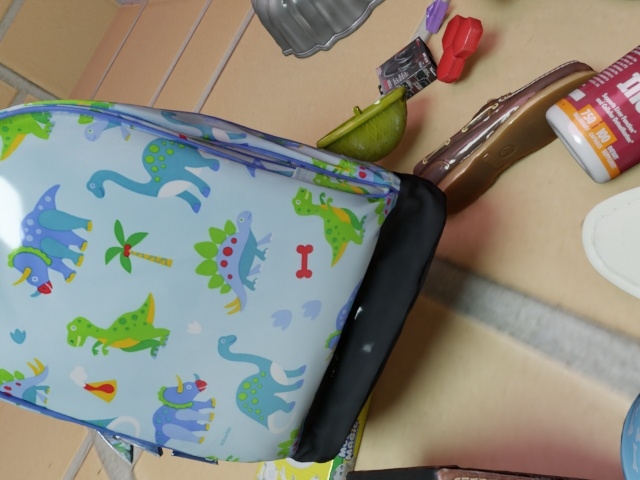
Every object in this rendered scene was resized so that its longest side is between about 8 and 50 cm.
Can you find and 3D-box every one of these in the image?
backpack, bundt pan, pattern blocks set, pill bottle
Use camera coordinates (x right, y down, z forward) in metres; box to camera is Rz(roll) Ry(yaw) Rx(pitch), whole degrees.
[{"bbox_3d":[-0.110,0.023,0.402,0.273,0.356,0.290,-58,-8,-80],"label":"backpack"},{"bbox_3d":[-0.003,-0.505,0.889,0.331,0.124,0.330,-22,53,33],"label":"bundt pan"},{"bbox_3d":[0.206,-0.380,0.569,0.324,0.026,0.285,116,160,-49],"label":"pattern blocks set"},{"bbox_3d":[0.284,-0.124,0.424,0.152,0.086,0.086,-37,47,24],"label":"pill bottle"}]

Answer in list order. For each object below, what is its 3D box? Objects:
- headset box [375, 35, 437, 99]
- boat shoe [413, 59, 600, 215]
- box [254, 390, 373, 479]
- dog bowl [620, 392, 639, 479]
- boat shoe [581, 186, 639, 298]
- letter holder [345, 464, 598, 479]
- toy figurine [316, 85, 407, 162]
[{"bbox_3d":[0.117,-0.230,0.686,0.083,0.032,0.062,-30,50,27],"label":"headset box"},{"bbox_3d":[0.185,-0.115,0.524,0.207,0.073,0.073,-38,48,22],"label":"boat shoe"},{"bbox_3d":[-0.005,0.208,0.550,0.105,0.043,0.179,1,67,44],"label":"box"},{"bbox_3d":[0.300,0.134,0.220,0.166,0.074,0.297,-42,40,-20],"label":"dog bowl"},{"bbox_3d":[0.334,0.000,0.305,0.305,0.091,0.109,4,111,49],"label":"boat shoe"},{"bbox_3d":[0.134,0.310,0.300,0.152,0.215,0.301,126,152,-58],"label":"letter holder"},{"bbox_3d":[0.000,0.000,0.613,0.363,0.217,0.191,-34,-2,-12],"label":"toy figurine"}]
